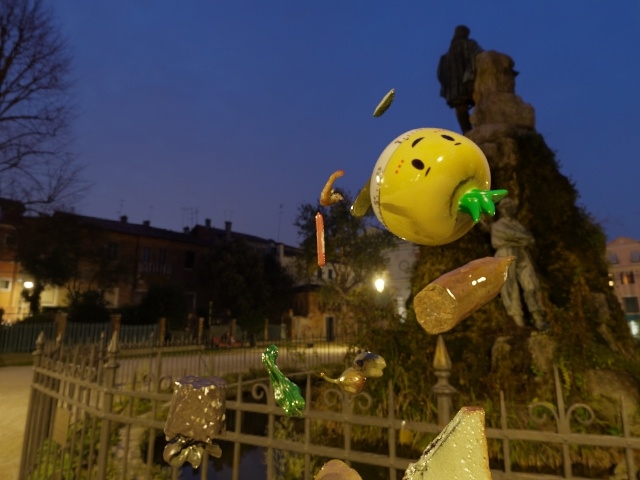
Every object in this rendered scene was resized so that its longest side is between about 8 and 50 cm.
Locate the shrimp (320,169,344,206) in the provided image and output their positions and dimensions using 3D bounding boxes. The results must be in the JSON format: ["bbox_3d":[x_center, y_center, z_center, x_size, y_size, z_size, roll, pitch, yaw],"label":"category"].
[{"bbox_3d":[0.034,-0.111,0.870,0.023,0.083,0.114,28,15,19],"label":"shrimp"}]

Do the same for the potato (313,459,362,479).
[{"bbox_3d":[0.050,0.779,1.210,0.192,0.141,0.296,-33,15,-3],"label":"potato"}]

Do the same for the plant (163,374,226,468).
[{"bbox_3d":[-0.403,0.586,1.314,0.199,0.276,0.188,7,-3,-5],"label":"plant"}]

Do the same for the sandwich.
[{"bbox_3d":[0.348,0.615,1.127,0.254,0.288,0.099,-7,-12,20],"label":"sandwich"}]

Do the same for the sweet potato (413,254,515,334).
[{"bbox_3d":[0.467,0.155,1.298,0.370,0.158,0.158,-26,-5,-17],"label":"sweet potato"}]

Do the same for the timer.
[{"bbox_3d":[0.271,-0.103,0.882,0.285,0.285,0.285,0,-12,0],"label":"timer"}]

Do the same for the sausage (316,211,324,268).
[{"bbox_3d":[0.000,0.000,1.816,0.034,0.253,0.034,-2,0,0],"label":"sausage"}]

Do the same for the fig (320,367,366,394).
[{"bbox_3d":[0.117,0.731,2.127,0.245,0.149,0.149,7,-13,-10],"label":"fig"}]

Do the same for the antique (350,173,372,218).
[{"bbox_3d":[0.225,-0.209,1.977,0.080,0.221,0.081,34,4,7],"label":"antique"}]

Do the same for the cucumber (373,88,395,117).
[{"bbox_3d":[0.236,-0.489,1.451,0.035,0.067,0.107,35,-40,-9],"label":"cucumber"}]

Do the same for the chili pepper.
[{"bbox_3d":[-0.118,0.442,1.261,0.074,0.257,0.100,-7,-44,-39],"label":"chili pepper"}]

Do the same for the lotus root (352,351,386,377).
[{"bbox_3d":[0.168,0.442,1.445,0.077,0.090,0.183,17,-6,42],"label":"lotus root"}]
